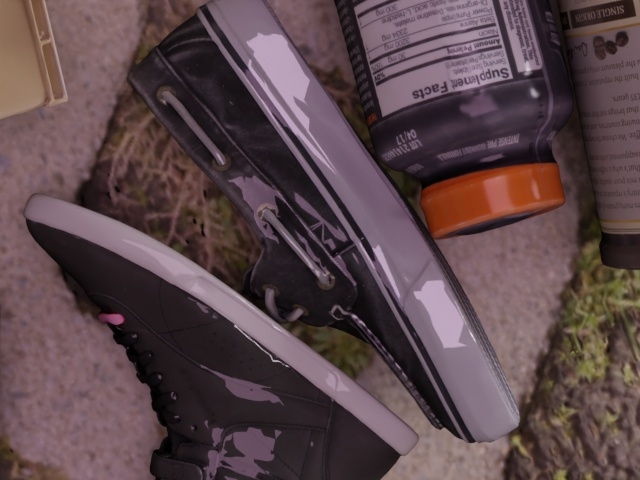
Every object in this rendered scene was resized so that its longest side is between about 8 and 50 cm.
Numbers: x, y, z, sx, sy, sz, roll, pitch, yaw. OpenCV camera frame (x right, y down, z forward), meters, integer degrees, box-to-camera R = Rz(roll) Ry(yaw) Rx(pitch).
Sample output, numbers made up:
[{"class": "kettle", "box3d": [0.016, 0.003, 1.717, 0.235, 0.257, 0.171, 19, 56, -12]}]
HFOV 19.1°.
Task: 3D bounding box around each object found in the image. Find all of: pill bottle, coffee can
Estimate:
[{"class": "pill bottle", "box3d": [0.080, -0.127, 1.181, 0.130, 0.130, 0.246, -13, 85, -6]}, {"class": "coffee can", "box3d": [0.249, -0.136, 1.185, 0.201, 0.201, 0.275, -12, 95, -6]}]

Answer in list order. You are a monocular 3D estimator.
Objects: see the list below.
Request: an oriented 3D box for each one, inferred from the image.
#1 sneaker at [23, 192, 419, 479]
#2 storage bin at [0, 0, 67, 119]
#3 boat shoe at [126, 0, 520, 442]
[{"class": "sneaker", "box3d": [-0.091, 0.099, 1.204, 0.295, 0.104, 0.147, 37, 84, -12]}, {"class": "storage bin", "box3d": [-0.310, -0.168, 1.088, 0.262, 0.123, 0.260, -19, 110, -22]}, {"class": "boat shoe", "box3d": [0.000, 0.000, 1.218, 0.119, 0.121, 0.335, -34, 87, 5]}]
